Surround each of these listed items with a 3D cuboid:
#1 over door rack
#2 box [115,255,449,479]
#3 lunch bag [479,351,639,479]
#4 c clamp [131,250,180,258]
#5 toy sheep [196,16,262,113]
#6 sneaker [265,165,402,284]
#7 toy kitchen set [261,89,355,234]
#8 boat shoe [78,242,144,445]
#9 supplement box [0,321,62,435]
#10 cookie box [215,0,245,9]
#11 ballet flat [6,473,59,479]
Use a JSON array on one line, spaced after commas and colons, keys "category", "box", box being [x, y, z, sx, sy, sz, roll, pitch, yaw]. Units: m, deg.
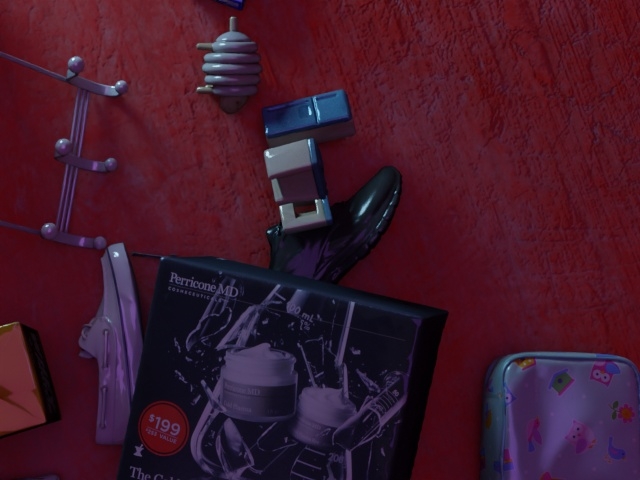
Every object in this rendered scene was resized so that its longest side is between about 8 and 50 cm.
[{"category": "over door rack", "box": [-0.388, -0.127, 1.735, 0.324, 0.108, 0.239, 15, 80, -44]}, {"category": "box", "box": [-0.047, 0.203, 1.704, 0.343, 0.179, 0.312, 12, 92, 15]}, {"category": "lunch bag", "box": [0.333, 0.290, 1.838, 0.224, 0.108, 0.279, 1, 86, -10]}, {"category": "c clamp", "box": [-0.189, 0.096, 1.854, 0.137, 0.022, 0.160, 1, 83, -11]}, {"category": "toy sheep", "box": [-0.122, -0.239, 1.861, 0.091, 0.091, 0.132, -1, 103, -6]}, {"category": "sneaker", "box": [0.000, 0.000, 1.840, 0.130, 0.109, 0.286, 40, 81, 3]}, {"category": "toy kitchen set", "box": [-0.012, -0.133, 1.774, 0.122, 0.166, 0.207, -13, 57, 1]}, {"category": "boat shoe", "box": [-0.277, 0.139, 1.806, 0.088, 0.096, 0.267, -7, 90, -6]}, {"category": "supplement box", "box": [-0.445, 0.195, 1.728, 0.191, 0.194, 0.129, -16, 85, -7]}, {"category": "cookie box", "box": [-0.134, -0.388, 1.896, 0.092, 0.040, 0.107, 19, 82, -3]}, {"category": "ballet flat", "box": [-0.342, 0.346, 1.797, 0.213, 0.072, 0.068, 20, 55, -4]}]
